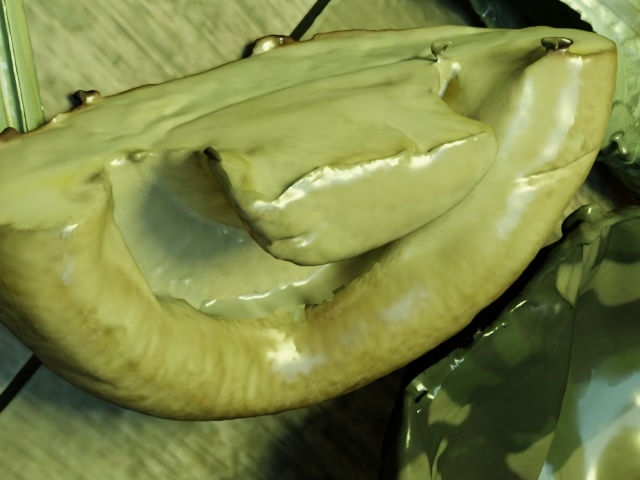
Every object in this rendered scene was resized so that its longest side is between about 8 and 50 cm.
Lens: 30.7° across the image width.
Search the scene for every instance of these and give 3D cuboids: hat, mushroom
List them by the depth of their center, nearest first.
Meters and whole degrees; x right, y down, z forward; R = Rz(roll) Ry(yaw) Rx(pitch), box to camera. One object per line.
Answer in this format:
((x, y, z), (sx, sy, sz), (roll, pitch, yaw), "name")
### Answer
((0.000, 0.000, 0.503), (0.286, 0.156, 0.151), (-17, 118, -18), "mushroom")
((0.126, 0.192, 0.654), (0.366, 0.257, 0.381), (-3, 140, -31), "hat")

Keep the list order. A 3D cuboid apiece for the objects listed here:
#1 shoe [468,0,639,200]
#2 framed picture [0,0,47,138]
((0.164, -0.080, 0.626), (0.098, 0.103, 0.275), (-48, 116, -14), "shoe")
((-0.205, -0.109, 0.419), (0.197, 0.014, 0.252), (-17, 109, -31), "framed picture")
